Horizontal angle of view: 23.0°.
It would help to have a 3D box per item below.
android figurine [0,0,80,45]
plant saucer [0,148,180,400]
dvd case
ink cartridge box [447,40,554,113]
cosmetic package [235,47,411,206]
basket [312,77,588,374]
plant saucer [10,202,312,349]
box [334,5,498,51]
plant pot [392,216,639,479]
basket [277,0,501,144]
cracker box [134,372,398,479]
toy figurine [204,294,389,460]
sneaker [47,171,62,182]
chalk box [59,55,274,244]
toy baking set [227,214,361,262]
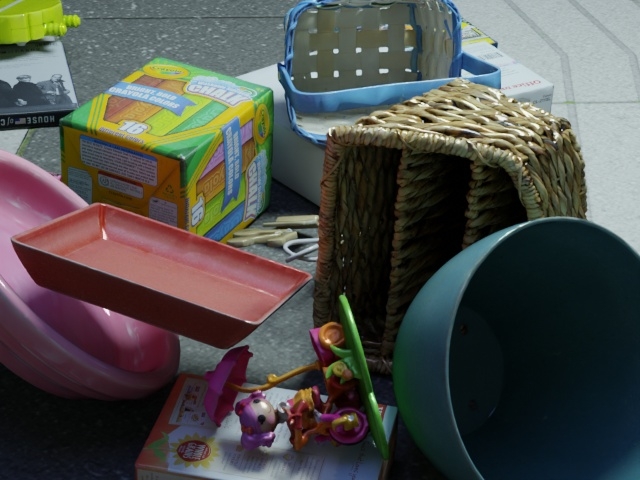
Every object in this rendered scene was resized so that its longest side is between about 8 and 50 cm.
[{"bbox_3d":[-0.505,-0.330,2.392,0.272,0.056,0.248,1,19,9],"label":"android figurine"},{"bbox_3d":[-0.291,0.046,1.657,0.332,0.084,0.332,43,16,-15],"label":"plant saucer"},{"bbox_3d":[-0.452,-0.227,2.295,0.179,0.030,0.239,-5,31,-13],"label":"dvd case"},{"bbox_3d":[0.235,-0.216,2.283,0.127,0.072,0.175,-14,35,-26],"label":"ink cartridge box"},{"bbox_3d":[0.074,-0.144,2.130,0.284,0.097,0.377,-20,38,-35],"label":"cosmetic package"},{"bbox_3d":[0.141,0.010,1.683,0.213,0.299,0.223,29,37,34],"label":"basket"},{"bbox_3d":[-0.159,0.038,1.612,0.258,0.048,0.259,18,12,8],"label":"plant saucer"},{"bbox_3d":[0.135,-0.300,2.444,0.233,0.044,0.159,-13,35,-25],"label":"box"},{"bbox_3d":[0.184,0.128,1.557,0.290,0.290,0.195,-19,6,-31],"label":"plant pot"},{"bbox_3d":[0.063,-0.214,1.962,0.254,0.201,0.289,-6,23,-13],"label":"basket"},{"bbox_3d":[-0.050,0.216,1.550,0.232,0.067,0.156,8,32,10],"label":"cracker box"},{"bbox_3d":[-0.031,0.153,1.516,0.159,0.130,0.173,-15,57,-3],"label":"toy figurine"},{"bbox_3d":[-0.336,-0.071,2.036,0.119,0.047,0.057,8,20,7],"label":"sneaker"},{"bbox_3d":[-0.171,-0.107,1.970,0.180,0.179,0.289,16,34,21],"label":"chalk box"},{"bbox_3d":[0.004,-0.002,1.881,0.196,0.030,0.256,-15,13,-39],"label":"toy baking set"}]
